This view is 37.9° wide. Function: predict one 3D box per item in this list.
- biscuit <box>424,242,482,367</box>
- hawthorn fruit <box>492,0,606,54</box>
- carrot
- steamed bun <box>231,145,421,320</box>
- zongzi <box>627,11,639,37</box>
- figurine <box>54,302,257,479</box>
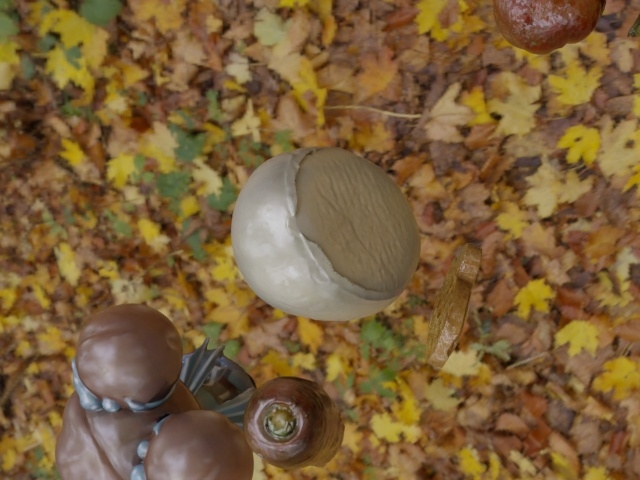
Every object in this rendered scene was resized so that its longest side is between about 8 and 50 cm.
[{"bbox_3d":[0.127,0.058,0.873,0.023,0.140,0.118,20,114,2],"label":"biscuit"},{"bbox_3d":[0.298,-0.359,1.261,0.163,0.162,0.203,-11,114,36],"label":"hawthorn fruit"},{"bbox_3d":[-0.010,0.133,0.652,0.059,0.248,0.059,-2,74,6],"label":"carrot"},{"bbox_3d":[0.000,0.000,0.928,0.131,0.228,0.177,-28,80,32],"label":"steamed bun"},{"bbox_3d":[0.648,-0.553,1.454,0.432,0.208,0.403,-15,71,55],"label":"zongzi"},{"bbox_3d":[-0.191,0.241,1.221,0.248,0.388,0.276,-40,78,10],"label":"figurine"}]
